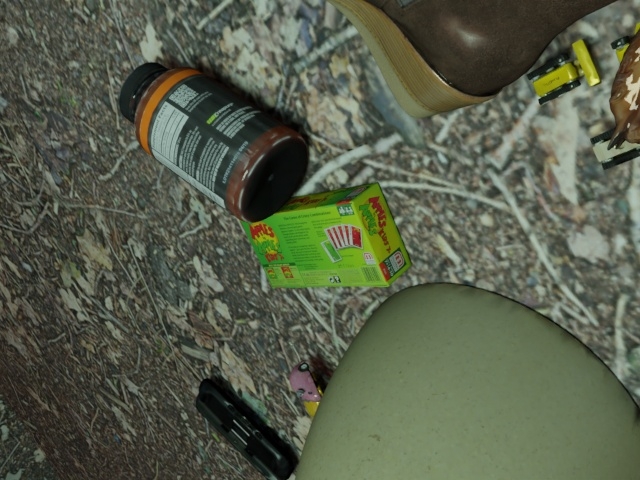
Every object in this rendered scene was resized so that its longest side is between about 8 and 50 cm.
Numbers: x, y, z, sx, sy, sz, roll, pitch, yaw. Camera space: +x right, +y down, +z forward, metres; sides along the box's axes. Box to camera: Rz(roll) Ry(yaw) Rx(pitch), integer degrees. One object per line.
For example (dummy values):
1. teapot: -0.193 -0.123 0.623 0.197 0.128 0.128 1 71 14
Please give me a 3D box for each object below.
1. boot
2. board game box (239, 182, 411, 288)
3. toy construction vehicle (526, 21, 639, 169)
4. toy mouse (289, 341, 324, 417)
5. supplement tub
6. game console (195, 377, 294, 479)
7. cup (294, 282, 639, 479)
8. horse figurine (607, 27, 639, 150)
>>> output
1. boot: 0.064 -0.209 0.431 0.248 0.090 0.207 54 151 -4
2. board game box: 0.000 0.000 0.726 0.181 0.043 0.092 -5 115 48
3. toy construction vehicle: 0.198 -0.097 0.455 0.098 0.035 0.086 -28 87 50
4. toy mouse: -0.005 0.205 0.843 0.143 0.031 0.161 -124 9 -78
5. supplement tub: -0.116 -0.109 0.711 0.198 0.106 0.106 36 140 22
6. game console: -0.058 0.342 1.064 0.361 0.044 0.213 40 139 15
7. cup: 0.107 0.241 0.649 0.331 0.237 0.331 26 135 29
8. horse figurine: 0.234 -0.165 0.330 0.174 0.066 0.263 12 127 37
